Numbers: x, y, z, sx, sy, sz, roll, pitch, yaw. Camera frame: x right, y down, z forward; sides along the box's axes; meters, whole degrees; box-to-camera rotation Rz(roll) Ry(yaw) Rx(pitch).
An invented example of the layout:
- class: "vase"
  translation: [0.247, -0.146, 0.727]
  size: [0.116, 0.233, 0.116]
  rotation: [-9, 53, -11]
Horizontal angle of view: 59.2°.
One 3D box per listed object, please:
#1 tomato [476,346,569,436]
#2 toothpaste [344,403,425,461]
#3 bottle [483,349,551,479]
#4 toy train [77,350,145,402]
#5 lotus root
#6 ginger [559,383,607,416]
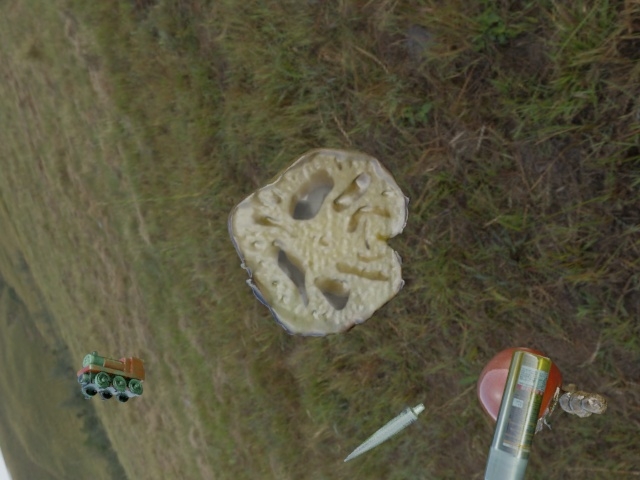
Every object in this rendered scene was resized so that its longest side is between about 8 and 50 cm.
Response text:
- class: "tomato"
  translation: [0.577, 0.434, 1.627]
  size: [0.224, 0.255, 0.256]
  rotation: [32, 137, 37]
- class: "toothpaste"
  translation: [0.130, 0.392, 1.147]
  size: [0.029, 0.197, 0.048]
  rotation: [55, -175, 22]
- class: "bottle"
  translation: [0.420, 0.383, 1.204]
  size: [0.082, 0.082, 0.287]
  rotation: [-1, 71, 66]
- class: "toy train"
  translation: [-0.304, 0.197, 0.822]
  size: [0.044, 0.103, 0.064]
  rotation: [-30, 53, 25]
- class: "lotus root"
  translation: [0.000, 0.000, 1.131]
  size: [0.111, 0.374, 0.391]
  rotation: [-175, 100, -72]
- class: "ginger"
  translation: [0.878, 0.542, 1.895]
  size: [0.204, 0.080, 0.105]
  rotation: [144, 136, -80]
